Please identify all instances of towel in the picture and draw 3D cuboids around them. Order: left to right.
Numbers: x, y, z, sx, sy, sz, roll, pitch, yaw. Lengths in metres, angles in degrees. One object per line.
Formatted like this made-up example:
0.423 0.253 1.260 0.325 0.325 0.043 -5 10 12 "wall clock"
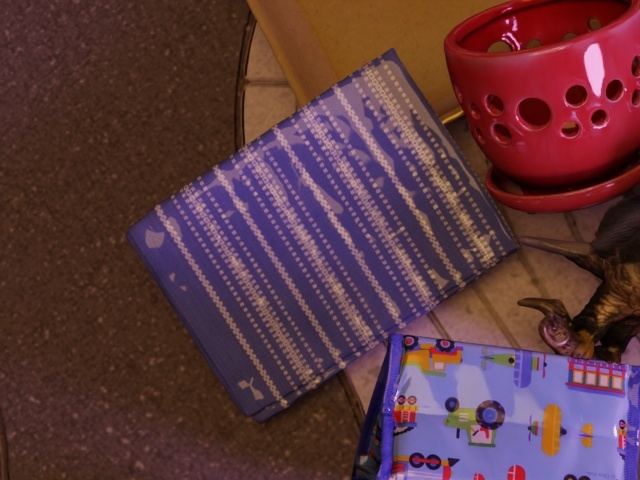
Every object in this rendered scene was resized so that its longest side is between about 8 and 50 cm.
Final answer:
0.000 0.000 1.725 0.336 0.040 0.243 -34 91 9 "towel"

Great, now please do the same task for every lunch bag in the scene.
0.148 0.200 1.566 0.221 0.293 0.138 8 69 -2 "lunch bag"

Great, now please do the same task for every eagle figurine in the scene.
0.349 0.030 1.606 0.298 0.226 0.225 -42 111 17 "eagle figurine"

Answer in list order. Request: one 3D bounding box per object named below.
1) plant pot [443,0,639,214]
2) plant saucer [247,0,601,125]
0.227 -0.131 1.621 0.191 0.191 0.174 -14 112 9 "plant pot"
0.101 -0.268 1.798 0.333 0.081 0.333 -28 72 5 "plant saucer"
